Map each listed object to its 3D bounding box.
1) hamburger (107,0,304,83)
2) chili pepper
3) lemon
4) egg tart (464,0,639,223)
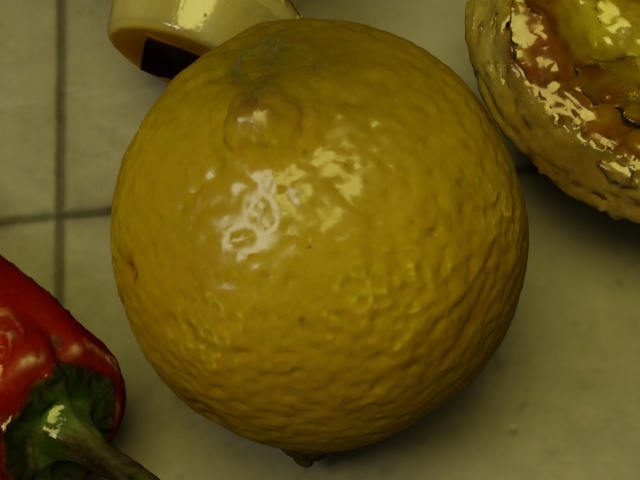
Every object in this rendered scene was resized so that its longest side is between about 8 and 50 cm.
[{"bbox_3d":[-0.076,-0.143,1.101,0.141,0.126,0.081,18,76,12],"label":"hamburger"},{"bbox_3d":[-0.185,0.086,1.000,0.338,0.131,0.134,27,45,22],"label":"chili pepper"},{"bbox_3d":[0.001,-0.005,0.956,0.228,0.253,0.228,2,55,-4],"label":"lemon"},{"bbox_3d":[0.232,-0.127,1.067,0.290,0.115,0.290,-2,66,5],"label":"egg tart"}]
